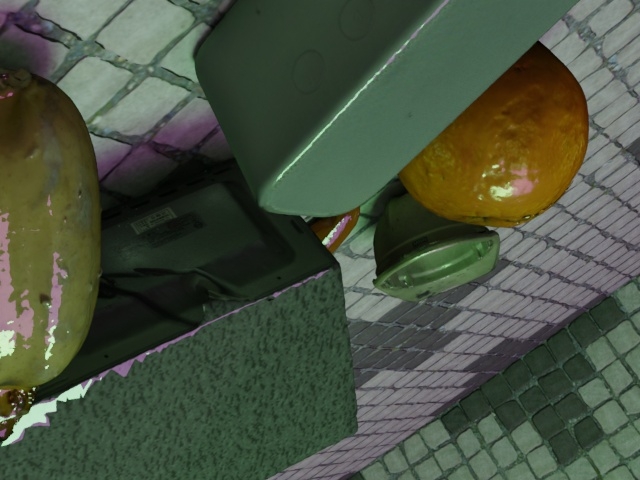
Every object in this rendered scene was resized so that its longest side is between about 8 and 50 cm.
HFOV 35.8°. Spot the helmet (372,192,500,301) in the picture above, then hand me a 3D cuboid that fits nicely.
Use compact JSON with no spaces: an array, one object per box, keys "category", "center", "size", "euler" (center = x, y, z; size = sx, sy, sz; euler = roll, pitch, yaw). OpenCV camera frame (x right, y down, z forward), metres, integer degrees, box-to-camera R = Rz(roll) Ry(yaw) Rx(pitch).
[{"category":"helmet","center":[0.163,-0.010,1.530],"size":[0.204,0.137,0.257],"euler":[-22,161,9]}]

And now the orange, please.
[{"category":"orange","center":[0.203,-0.136,1.211],"size":[0.246,0.246,0.246],"euler":[-26,157,-12]}]

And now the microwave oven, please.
[{"category":"microwave oven","center":[-0.205,0.142,1.153],"size":[0.432,0.236,0.374],"euler":[-25,135,-17]}]

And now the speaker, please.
[{"category":"speaker","center":[0.067,-0.216,0.922],"size":[0.406,0.184,0.183],"euler":[-44,155,28]}]

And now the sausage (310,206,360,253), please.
[{"category":"sausage","center":[0.000,0.000,1.461],"size":[0.183,0.054,0.062],"euler":[-42,-177,19]}]

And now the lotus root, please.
[{"category":"lotus root","center":[-0.280,0.016,0.876],"size":[0.169,0.151,0.343],"euler":[-2,112,-19]}]
